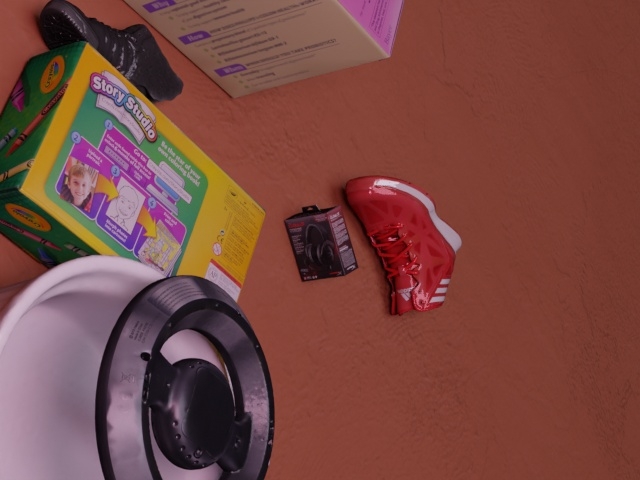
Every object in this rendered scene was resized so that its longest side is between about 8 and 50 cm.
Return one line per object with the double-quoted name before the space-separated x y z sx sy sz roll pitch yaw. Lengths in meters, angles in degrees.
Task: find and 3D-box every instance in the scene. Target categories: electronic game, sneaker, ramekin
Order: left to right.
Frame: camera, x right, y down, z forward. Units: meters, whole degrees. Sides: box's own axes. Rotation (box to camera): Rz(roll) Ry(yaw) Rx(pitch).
"ramekin" -0.212 0.157 1.052 0.277 0.135 0.277 16 70 -50
"sneaker" -0.198 -0.183 1.217 0.170 0.051 0.089 56 43 -36
"electronic game" -0.106 0.142 1.039 0.229 0.048 0.229 16 71 -58
"sneaker" 0.102 0.016 1.534 0.221 0.087 0.128 33 56 -43

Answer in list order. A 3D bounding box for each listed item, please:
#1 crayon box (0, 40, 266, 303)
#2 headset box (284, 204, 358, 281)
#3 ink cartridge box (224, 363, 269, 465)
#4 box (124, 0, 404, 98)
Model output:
"crayon box" -0.180 -0.031 1.178 0.278 0.081 0.165 44 50 -38
"headset box" 0.000 0.000 1.422 0.032 0.062 0.083 -30 107 -52
"ink cartridge box" -0.115 0.183 1.268 0.179 0.045 0.145 -20 98 -71
"box" -0.070 -0.275 1.265 0.243 0.213 0.117 39 53 -40
